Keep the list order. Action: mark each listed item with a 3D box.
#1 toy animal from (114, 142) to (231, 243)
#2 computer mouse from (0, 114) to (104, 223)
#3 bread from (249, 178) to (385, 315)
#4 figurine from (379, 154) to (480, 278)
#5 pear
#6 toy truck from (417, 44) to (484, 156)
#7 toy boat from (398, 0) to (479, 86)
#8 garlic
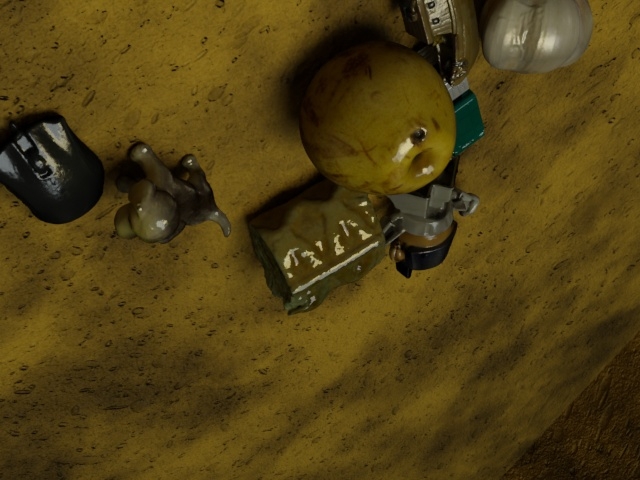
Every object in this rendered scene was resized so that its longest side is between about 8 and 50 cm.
[{"bbox_3d":[-0.266,-0.067,1.769,0.121,0.169,0.233,-51,158,22],"label":"toy animal"},{"bbox_3d":[-0.421,-0.098,1.660,0.147,0.088,0.264,-37,145,-3],"label":"computer mouse"},{"bbox_3d":[0.000,0.003,2.075,0.252,0.239,0.196,-23,-174,-13],"label":"bread"},{"bbox_3d":[0.217,-0.042,2.255,0.308,0.143,0.309,-8,134,-9],"label":"figurine"},{"bbox_3d":[0.101,-0.210,1.825,0.280,0.281,0.281,-24,145,-18],"label":"pear"},{"bbox_3d":[0.241,-0.268,2.013,0.114,0.124,0.253,-37,149,-5],"label":"toy truck"},{"bbox_3d":[0.197,-0.401,1.778,0.121,0.089,0.321,-33,132,-16],"label":"toy boat"},{"bbox_3d":[0.417,-0.410,1.941,0.281,0.184,0.203,-10,120,-32],"label":"garlic"}]
